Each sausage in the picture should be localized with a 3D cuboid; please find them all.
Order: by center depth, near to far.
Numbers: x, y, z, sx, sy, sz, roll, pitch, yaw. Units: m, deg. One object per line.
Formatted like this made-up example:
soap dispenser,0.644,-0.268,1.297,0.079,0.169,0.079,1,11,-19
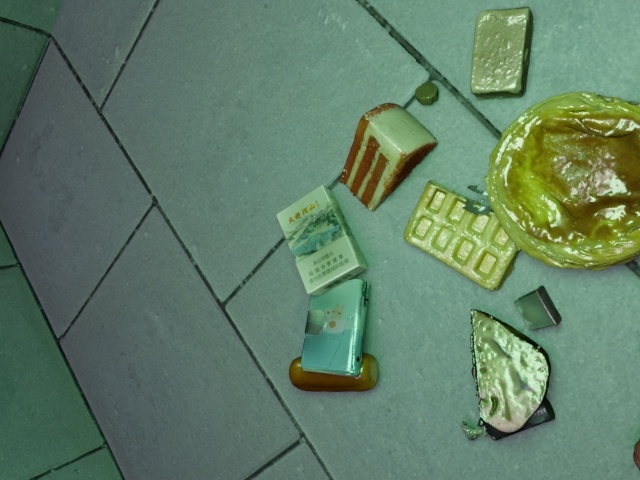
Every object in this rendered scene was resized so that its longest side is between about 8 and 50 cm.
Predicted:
sausage,0.031,0.370,1.263,0.274,0.105,0.105,-11,88,30

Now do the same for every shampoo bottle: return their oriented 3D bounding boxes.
shampoo bottle,0.427,0.415,1.040,0.208,0.057,0.063,-35,75,29

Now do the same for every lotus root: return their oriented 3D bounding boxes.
lotus root,0.416,0.286,0.996,0.170,0.074,0.260,-4,74,35

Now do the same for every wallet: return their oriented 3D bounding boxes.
wallet,0.041,0.231,1.211,0.176,0.075,0.250,-6,65,35

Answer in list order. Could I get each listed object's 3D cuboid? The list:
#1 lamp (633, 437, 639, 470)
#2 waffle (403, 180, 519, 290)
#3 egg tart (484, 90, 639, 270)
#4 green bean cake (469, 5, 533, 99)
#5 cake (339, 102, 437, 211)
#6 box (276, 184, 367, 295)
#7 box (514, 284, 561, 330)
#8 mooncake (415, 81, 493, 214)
lamp,0.665,0.419,0.869,0.108,0.092,0.107,0,110,1
waffle,0.334,-0.015,1.065,0.274,0.057,0.168,33,110,26
egg tart,0.511,-0.115,0.894,0.352,0.150,0.351,3,97,26
green bean cake,0.394,-0.404,0.981,0.109,0.085,0.179,7,97,33
cake,0.137,-0.195,1.117,0.158,0.160,0.262,47,117,17
box,0.000,0.000,1.230,0.164,0.069,0.256,-31,67,19
box,0.476,0.152,0.990,0.063,0.060,0.084,-34,77,35
mooncake,0.304,-0.224,1.036,0.150,0.057,0.346,-9,76,28
